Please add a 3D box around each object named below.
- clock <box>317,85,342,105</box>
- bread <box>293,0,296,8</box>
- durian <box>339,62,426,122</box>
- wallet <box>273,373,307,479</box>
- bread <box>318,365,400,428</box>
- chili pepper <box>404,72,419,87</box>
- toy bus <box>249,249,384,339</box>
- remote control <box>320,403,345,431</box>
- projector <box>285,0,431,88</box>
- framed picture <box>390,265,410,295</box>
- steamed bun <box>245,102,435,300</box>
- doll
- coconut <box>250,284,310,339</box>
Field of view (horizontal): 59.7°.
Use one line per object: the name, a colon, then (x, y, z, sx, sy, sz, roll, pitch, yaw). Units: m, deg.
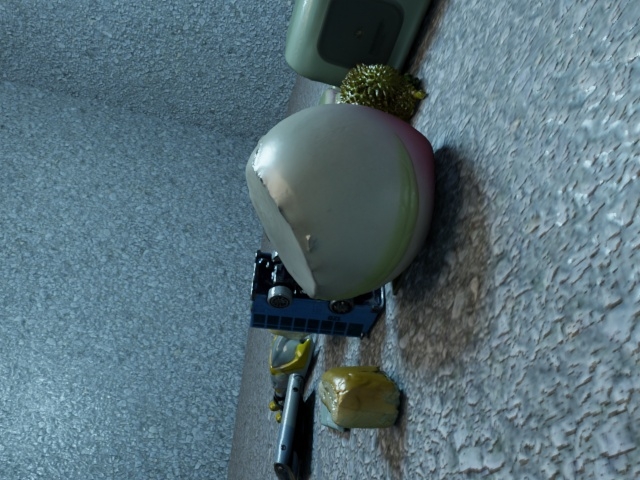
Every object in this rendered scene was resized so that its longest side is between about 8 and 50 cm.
clock: (0.032, -0.279, 1.537, 0.284, 0.114, 0.309, 113, 166, -51)
bread: (0.035, -0.650, 1.605, 0.279, 0.225, 0.250, -152, 73, -74)
durian: (0.113, -0.261, 1.062, 0.208, 0.102, 0.146, 10, 126, 46)
wallet: (-0.062, 0.450, 1.320, 0.170, 0.069, 0.231, 89, -173, -48)
bread: (0.059, 0.231, 0.848, 0.125, 0.106, 0.082, -146, 68, -76)
chili pepper: (0.174, -0.307, 1.079, 0.083, 0.022, 0.027, -103, -6, -64)
toy bus: (-0.010, 0.102, 1.027, 0.133, 0.234, 0.116, 102, 172, -45)
remote control: (0.025, 0.340, 1.100, 0.162, 0.029, 0.061, 134, 148, -70)
projector: (0.075, -0.483, 1.158, 0.248, 0.248, 0.249, -90, 16, -46)
framed picture: (0.134, 0.039, 0.932, 0.066, 0.006, 0.089, -93, 19, -52)
steamed bun: (0.056, -0.076, 0.856, 0.309, 0.309, 0.309, -168, 90, -79)
doll: (-0.088, 0.338, 1.487, 0.145, 0.103, 0.316, -94, 12, -64)
coconut: (-0.040, 0.109, 1.266, 0.202, 0.222, 0.202, 42, 148, 34)
